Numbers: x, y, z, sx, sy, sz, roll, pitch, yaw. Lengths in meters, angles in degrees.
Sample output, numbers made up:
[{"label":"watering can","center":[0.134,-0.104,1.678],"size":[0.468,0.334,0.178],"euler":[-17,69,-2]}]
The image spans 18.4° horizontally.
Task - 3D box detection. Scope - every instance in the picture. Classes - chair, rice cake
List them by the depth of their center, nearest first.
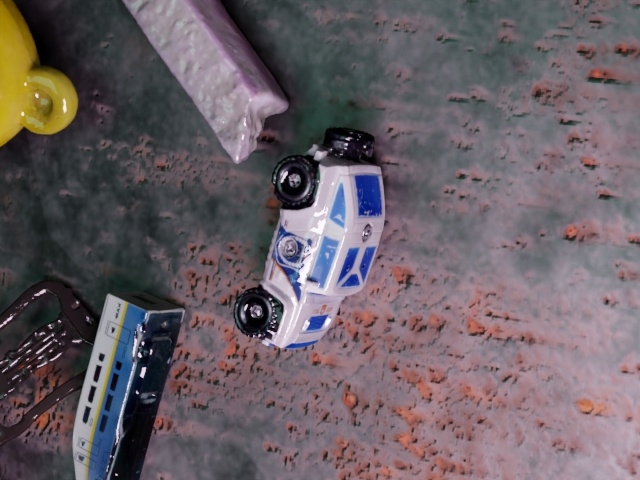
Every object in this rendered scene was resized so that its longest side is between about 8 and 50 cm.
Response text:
[{"label":"rice cake","center":[-0.133,-0.216,1.520],"size":[0.056,0.072,0.365],"euler":[-41,71,22]},{"label":"chair","center":[-0.276,0.144,1.617],"size":[0.229,0.113,0.106],"euler":[-34,70,-12]}]

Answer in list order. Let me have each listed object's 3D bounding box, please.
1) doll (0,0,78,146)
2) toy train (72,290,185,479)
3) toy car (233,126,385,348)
[{"label":"doll","center":[-0.410,-0.222,1.611],"size":[0.423,0.161,0.348],"euler":[-7,101,28]},{"label":"toy train","center":[-0.166,0.157,1.562],"size":[0.051,0.052,0.234],"euler":[23,103,31]},{"label":"toy car","center":[0.000,0.000,1.442],"size":[0.070,0.080,0.171],"euler":[23,102,27]}]
